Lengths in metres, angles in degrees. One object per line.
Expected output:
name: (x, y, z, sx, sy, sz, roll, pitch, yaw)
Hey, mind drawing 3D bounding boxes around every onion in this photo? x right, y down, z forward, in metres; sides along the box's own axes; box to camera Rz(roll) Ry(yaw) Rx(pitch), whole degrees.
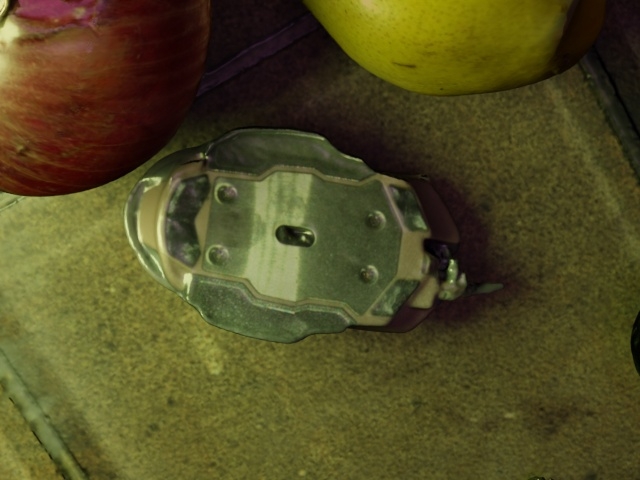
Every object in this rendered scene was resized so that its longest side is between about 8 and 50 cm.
onion: (-0.259, -0.209, 1.083, 0.353, 0.353, 0.354, -1, 102, -6)

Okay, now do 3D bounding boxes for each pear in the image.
pear: (0.095, -0.264, 1.132, 0.336, 0.285, 0.285, -1, 103, 10)

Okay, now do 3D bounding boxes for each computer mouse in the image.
computer mouse: (-0.003, -0.001, 1.257, 0.389, 0.115, 0.199, 10, 91, -19)

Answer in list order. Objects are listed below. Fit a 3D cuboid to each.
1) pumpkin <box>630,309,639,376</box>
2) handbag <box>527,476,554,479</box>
pumpkin: (0.417, 0.094, 1.269, 0.220, 0.220, 0.162, -19, 103, -2)
handbag: (0.229, 0.302, 1.377, 0.072, 0.047, 0.111, 7, 104, -9)
